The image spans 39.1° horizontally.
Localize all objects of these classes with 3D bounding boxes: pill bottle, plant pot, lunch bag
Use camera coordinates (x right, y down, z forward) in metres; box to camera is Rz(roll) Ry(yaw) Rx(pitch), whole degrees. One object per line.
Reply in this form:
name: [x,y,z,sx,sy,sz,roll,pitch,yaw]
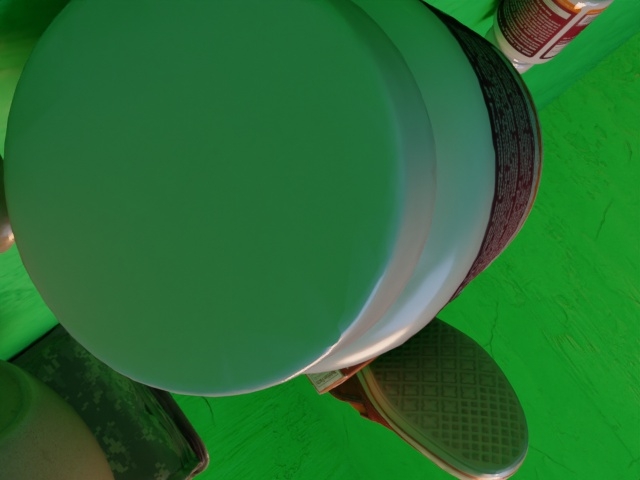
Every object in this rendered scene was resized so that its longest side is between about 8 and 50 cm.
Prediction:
pill bottle: [0.007,-0.048,0.555,0.224,0.224,0.392,-38,174,19]
pill bottle: [0.240,-0.245,0.965,0.086,0.086,0.152,-32,173,-30]
plant pot: [-0.315,0.214,0.794,0.284,0.284,0.191,-29,137,-46]
lunch bag: [-0.268,0.238,1.140,0.169,0.235,0.287,-38,174,-6]

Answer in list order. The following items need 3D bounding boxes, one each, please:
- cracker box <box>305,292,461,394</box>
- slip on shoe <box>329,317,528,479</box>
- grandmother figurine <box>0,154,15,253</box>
cracker box: [0.000,0.000,0.826,0.156,0.232,0.067,-32,173,-31]
slip on shoe: [0.075,0.133,0.881,0.123,0.331,0.101,-25,125,-26]
grandmother figurine: [-0.272,0.035,0.312,0.342,0.104,0.208,-19,135,-60]
